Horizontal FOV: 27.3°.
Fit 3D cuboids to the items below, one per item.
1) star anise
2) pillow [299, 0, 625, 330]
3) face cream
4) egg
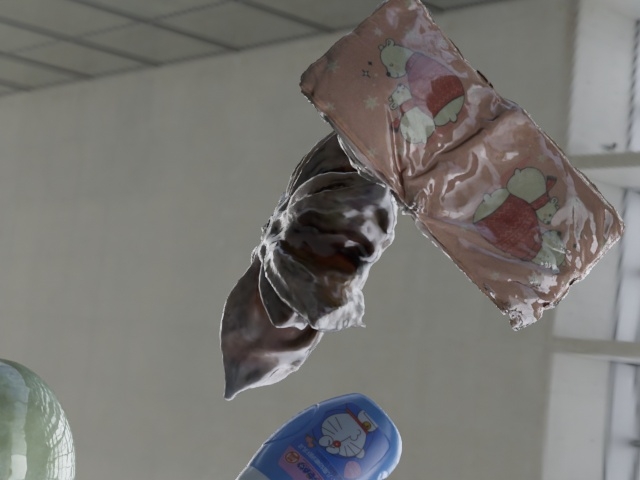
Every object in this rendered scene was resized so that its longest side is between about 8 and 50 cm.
[{"bbox_3d":[-0.005,0.016,1.213,0.315,0.108,0.315,-59,-166,24],"label":"star anise"},{"bbox_3d":[0.102,-0.057,0.960,0.248,0.135,0.049,46,-29,0],"label":"pillow"},{"bbox_3d":[-0.017,0.314,1.771,0.149,0.264,0.083,44,-31,19],"label":"face cream"},{"bbox_3d":[-0.471,0.339,1.848,0.258,0.258,0.352,26,-70,47],"label":"egg"}]
